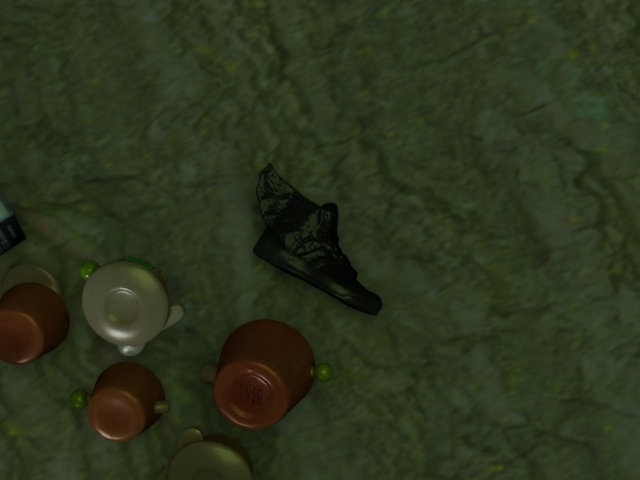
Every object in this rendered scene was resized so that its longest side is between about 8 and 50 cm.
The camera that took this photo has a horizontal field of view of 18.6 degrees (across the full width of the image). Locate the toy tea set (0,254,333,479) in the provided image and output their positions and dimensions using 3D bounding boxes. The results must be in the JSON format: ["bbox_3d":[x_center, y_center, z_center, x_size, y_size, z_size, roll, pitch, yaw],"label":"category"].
[{"bbox_3d":[-0.159,0.112,1.924,0.336,0.124,0.200,37,111,-2],"label":"toy tea set"}]

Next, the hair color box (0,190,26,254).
[{"bbox_3d":[-0.470,0.042,1.854,0.374,0.185,0.113,-32,86,-8],"label":"hair color box"}]

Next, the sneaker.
[{"bbox_3d":[0.000,0.000,1.961,0.170,0.051,0.089,28,86,4],"label":"sneaker"}]
